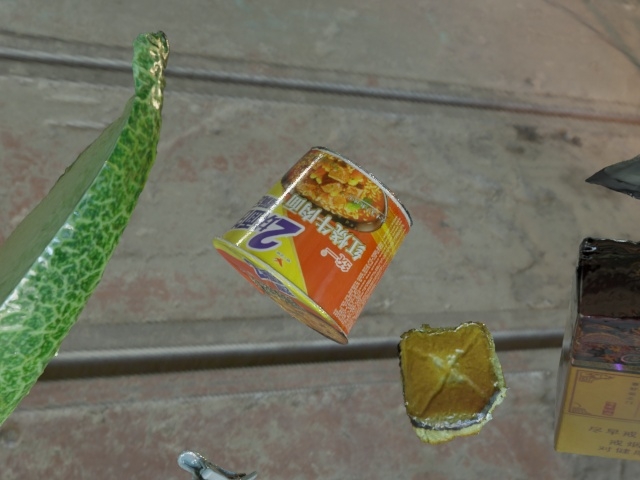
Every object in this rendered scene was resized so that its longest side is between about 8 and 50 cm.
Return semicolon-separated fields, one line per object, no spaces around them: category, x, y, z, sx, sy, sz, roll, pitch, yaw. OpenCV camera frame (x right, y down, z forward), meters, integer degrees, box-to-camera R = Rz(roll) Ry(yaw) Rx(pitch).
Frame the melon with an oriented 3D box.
melon;-0.146;0.006;0.447;0.053;0.261;0.114;34;1;-29

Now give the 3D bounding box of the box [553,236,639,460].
box;0.441;0.158;1.080;0.264;0.415;0.115;4;56;15

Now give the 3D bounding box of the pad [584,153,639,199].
pad;0.363;-0.044;0.697;0.233;0.174;0.022;13;76;-13

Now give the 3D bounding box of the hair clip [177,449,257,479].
hair clip;-0.099;0.228;0.837;0.039;0.030;0.115;53;5;30

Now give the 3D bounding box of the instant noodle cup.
instant noodle cup;0.000;0.000;1.057;0.213;0.213;0.174;36;78;9

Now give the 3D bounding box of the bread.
bread;0.162;0.171;1.040;0.128;0.069;0.140;-13;64;11
